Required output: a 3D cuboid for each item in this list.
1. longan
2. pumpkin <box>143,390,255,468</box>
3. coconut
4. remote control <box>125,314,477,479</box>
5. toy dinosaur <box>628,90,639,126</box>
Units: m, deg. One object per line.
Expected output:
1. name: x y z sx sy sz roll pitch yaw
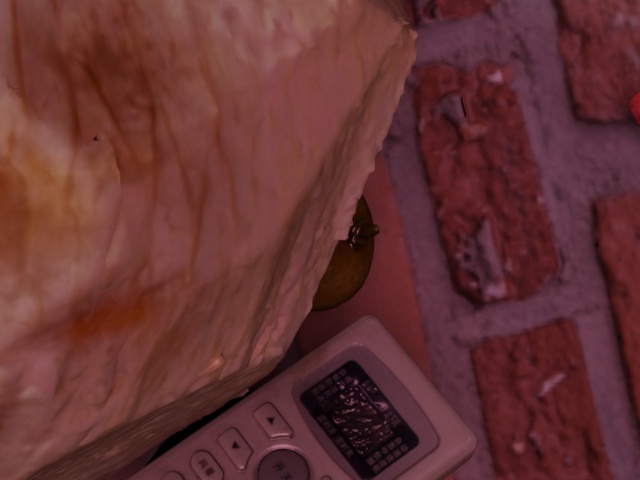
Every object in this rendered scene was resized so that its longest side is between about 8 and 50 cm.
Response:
1. longan: 0.000 0.000 0.653 0.075 0.083 0.075 2 88 -43
2. pumpkin: -0.021 0.160 0.634 0.167 0.125 0.167 3 67 -7
3. coconut: -0.166 -0.064 0.481 0.344 0.415 0.415 30 92 16
4. remote control: -0.025 0.117 0.569 0.190 0.029 0.087 -33 67 -16
5. toy dinosaur: 0.308 -0.057 0.669 0.286 0.070 0.139 14 69 -1
